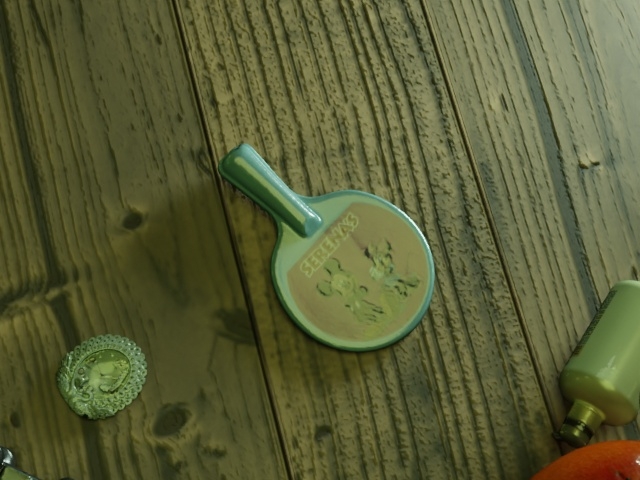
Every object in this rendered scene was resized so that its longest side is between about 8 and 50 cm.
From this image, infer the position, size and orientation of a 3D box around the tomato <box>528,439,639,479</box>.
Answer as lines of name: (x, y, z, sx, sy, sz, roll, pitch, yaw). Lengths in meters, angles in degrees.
tomato: (0.259, 0.288, 1.090, 0.256, 0.224, 0.256, 1, 73, -2)

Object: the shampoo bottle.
shampoo bottle: (0.267, 0.119, 1.229, 0.079, 0.079, 0.162, 33, 70, 7)

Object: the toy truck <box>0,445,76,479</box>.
toy truck: (-0.285, 0.217, 1.145, 0.202, 0.074, 0.088, 24, 74, 4)

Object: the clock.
clock: (-0.198, 0.122, 1.221, 0.083, 0.010, 0.074, -35, 76, -17)

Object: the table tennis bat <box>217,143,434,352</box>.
table tennis bat: (0.000, 0.000, 1.274, 0.244, 0.040, 0.153, 43, 73, 6)
